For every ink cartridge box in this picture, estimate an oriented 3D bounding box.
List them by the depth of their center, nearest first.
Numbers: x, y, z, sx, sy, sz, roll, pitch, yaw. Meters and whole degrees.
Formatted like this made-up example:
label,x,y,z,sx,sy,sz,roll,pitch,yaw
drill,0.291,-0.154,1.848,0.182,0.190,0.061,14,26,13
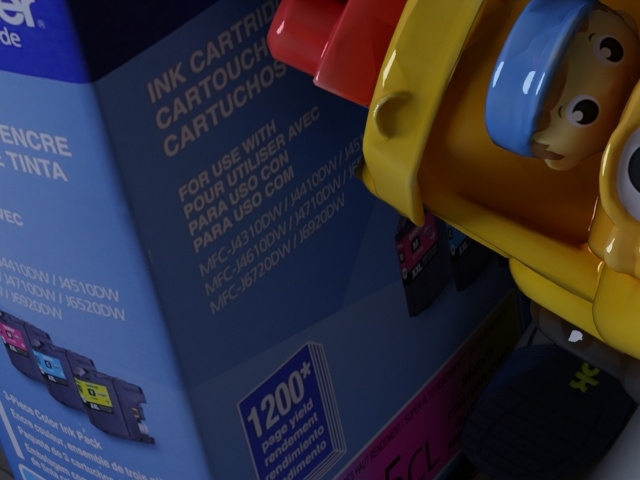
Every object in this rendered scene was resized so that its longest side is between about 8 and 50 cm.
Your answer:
label,x,y,z,sx,sy,sz,roll,pitch,yaw
ink cartridge box,-0.031,-0.068,0.656,0.270,0.151,0.395,-43,-47,-36

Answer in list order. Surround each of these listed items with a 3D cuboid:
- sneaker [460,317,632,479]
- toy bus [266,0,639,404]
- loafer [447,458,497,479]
label,x,y,z,sx,sy,sz,roll,pitch,yaw
sneaker,0.109,0.041,0.674,0.144,0.053,0.059,-55,8,26
toy bus,0.074,-0.046,0.481,0.149,0.211,0.220,-64,5,5
loafer,0.065,0.139,0.719,0.148,0.050,0.056,-50,1,-20
